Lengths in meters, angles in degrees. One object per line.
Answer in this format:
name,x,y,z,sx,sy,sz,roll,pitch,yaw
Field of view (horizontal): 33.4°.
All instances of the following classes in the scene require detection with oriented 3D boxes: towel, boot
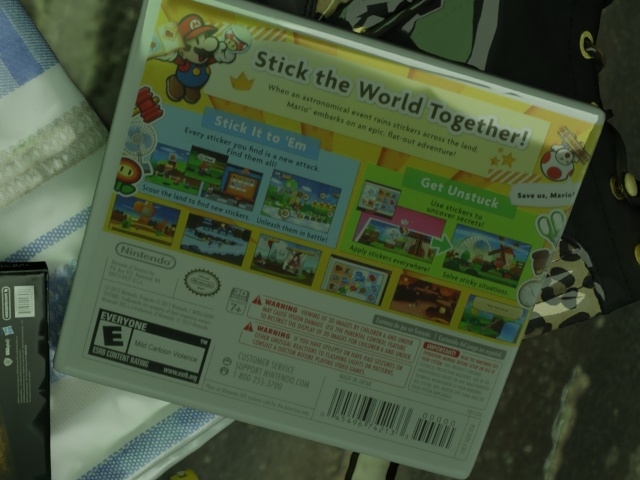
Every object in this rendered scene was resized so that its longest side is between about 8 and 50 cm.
towel,-0.174,0.032,0.557,0.209,0.034,0.285,-35,109,-14
boot,0.139,-0.116,0.600,0.377,0.138,0.284,-23,105,-13

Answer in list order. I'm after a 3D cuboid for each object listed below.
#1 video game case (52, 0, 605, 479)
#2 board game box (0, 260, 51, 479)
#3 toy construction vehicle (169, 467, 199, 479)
video game case,0.000,0.000,0.533,0.226,0.026,0.206,16,106,-5
board game box,-0.197,0.105,0.524,0.126,0.026,0.186,-1,101,-18
toy construction vehicle,-0.100,0.179,0.601,0.085,0.035,0.098,-20,131,-21
